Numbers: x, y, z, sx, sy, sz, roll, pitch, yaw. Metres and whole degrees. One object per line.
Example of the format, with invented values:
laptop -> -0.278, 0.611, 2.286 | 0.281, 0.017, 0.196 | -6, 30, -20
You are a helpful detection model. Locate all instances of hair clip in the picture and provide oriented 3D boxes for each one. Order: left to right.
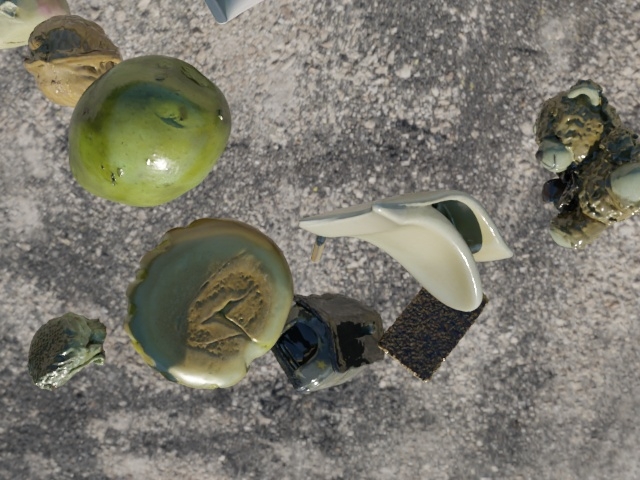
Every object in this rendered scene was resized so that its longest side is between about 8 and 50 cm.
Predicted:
hair clip -> 0.138, -0.006, 0.793 | 0.282, 0.113, 0.172 | 33, 158, -25

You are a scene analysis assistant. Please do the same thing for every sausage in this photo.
sausage -> 0.000, 0.000, 1.376 | 0.024, 0.024, 0.132 | 13, 136, -3

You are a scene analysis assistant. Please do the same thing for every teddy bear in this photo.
teddy bear -> 0.458, -0.141, 1.034 | 0.156, 0.256, 0.267 | -27, 168, -17

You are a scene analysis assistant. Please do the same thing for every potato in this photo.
potato -> -0.267, -0.161, 0.937 | 0.216, 0.216, 0.304 | 39, 149, -21

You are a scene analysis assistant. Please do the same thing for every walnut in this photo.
walnut -> -0.524, -0.380, 1.298 | 0.198, 0.245, 0.198 | 0, 105, 1

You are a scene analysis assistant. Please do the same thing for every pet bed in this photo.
pet bed -> 0.022, 0.194, 1.228 | 0.159, 0.183, 0.211 | -44, 154, 24

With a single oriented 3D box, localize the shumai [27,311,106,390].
shumai -> -0.581, 0.261, 1.417 | 0.184, 0.184, 0.142 | -34, 143, 28

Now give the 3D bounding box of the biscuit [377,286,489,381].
biscuit -> 0.231, 0.163, 1.228 | 0.131, 0.231, 0.025 | 37, 162, 13

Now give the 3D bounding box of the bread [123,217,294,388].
bread -> -0.139, 0.073, 0.755 | 0.213, 0.105, 0.213 | -3, 99, -22

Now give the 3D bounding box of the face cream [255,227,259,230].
face cream -> -0.209, 0.100, 1.698 | 0.067, 0.285, 0.139 | 16, 127, -14

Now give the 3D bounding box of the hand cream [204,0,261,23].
hand cream -> -0.097, -0.599, 1.290 | 0.358, 0.185, 0.118 | -29, 165, -5

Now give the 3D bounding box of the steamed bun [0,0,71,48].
steamed bun -> -0.736, -0.577, 1.488 | 0.152, 0.238, 0.170 | 8, 124, 58
